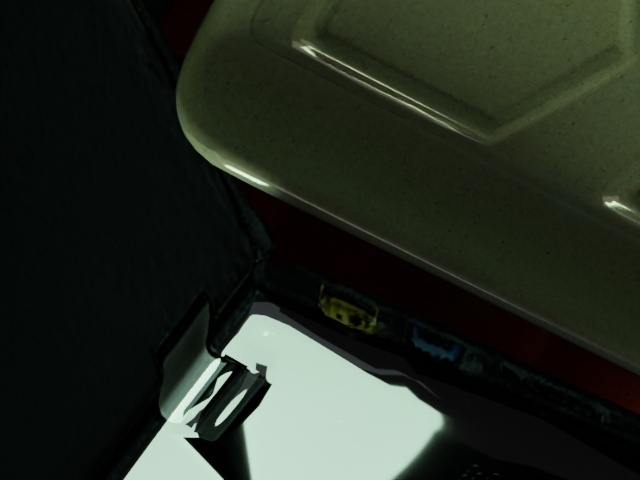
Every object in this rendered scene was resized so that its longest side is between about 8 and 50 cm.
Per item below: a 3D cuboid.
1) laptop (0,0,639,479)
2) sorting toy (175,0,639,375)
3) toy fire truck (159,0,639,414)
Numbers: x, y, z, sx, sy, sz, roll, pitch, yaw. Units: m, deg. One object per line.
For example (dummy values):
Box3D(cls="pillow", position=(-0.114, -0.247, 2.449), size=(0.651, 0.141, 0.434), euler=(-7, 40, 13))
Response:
Box3D(cls="laptop", position=(-0.046, 0.064, 0.650), size=(0.408, 0.236, 0.382), euler=(24, 134, -16))
Box3D(cls="sorting toy", position=(0.145, -0.062, 0.466), size=(0.307, 0.229, 0.041), euler=(26, -167, -15))
Box3D(cls="toy fire truck", position=(0.000, 0.000, 0.818), size=(0.302, 0.169, 0.254), euler=(24, -176, -14))
